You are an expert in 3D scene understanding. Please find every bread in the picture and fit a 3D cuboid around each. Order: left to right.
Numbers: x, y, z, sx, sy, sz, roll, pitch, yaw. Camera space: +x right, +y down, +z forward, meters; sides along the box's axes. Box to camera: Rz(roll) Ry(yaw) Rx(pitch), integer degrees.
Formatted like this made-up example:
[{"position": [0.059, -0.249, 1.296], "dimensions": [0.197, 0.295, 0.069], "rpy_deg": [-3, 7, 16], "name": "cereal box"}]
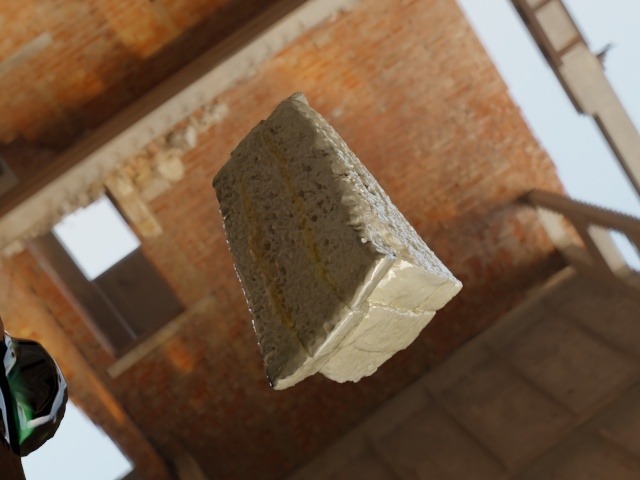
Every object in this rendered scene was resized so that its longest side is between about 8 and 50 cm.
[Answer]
[{"position": [-0.014, -0.007, 0.568], "dimensions": [0.077, 0.152, 0.105], "rpy_deg": [-48, 154, 16], "name": "bread"}]

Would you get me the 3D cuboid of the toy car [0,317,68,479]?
[{"position": [-0.189, 0.130, 0.479], "dimensions": [0.176, 0.359, 0.213], "rpy_deg": [-13, 150, -8], "name": "toy car"}]
